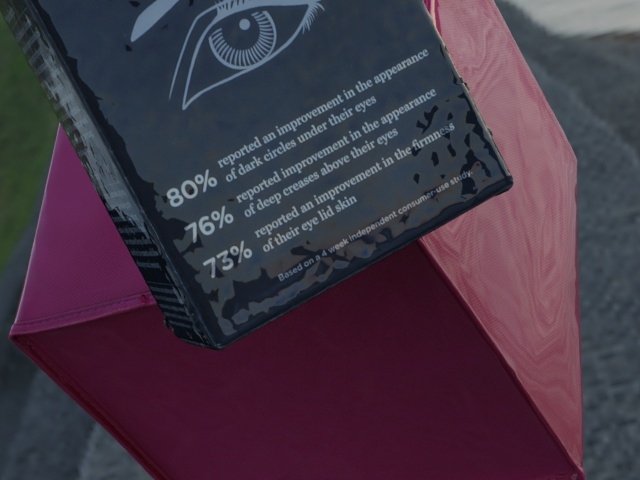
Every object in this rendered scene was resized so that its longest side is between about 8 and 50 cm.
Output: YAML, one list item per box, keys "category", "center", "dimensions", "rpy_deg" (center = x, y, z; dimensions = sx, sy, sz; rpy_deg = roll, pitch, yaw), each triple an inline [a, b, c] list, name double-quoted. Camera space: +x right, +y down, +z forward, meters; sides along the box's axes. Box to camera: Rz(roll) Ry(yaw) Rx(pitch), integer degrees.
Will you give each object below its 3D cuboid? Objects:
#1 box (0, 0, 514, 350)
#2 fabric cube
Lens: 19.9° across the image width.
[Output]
- category: "box"
  center: [-0.037, -0.077, 0.800]
  dimensions: [0.153, 0.207, 0.108]
  rpy_deg: [-28, 6, -12]
- category: "fabric cube"
  center: [0.000, 0.000, 1.109]
  dimensions: [0.259, 0.254, 0.258]
  rpy_deg: [-14, 48, 22]
